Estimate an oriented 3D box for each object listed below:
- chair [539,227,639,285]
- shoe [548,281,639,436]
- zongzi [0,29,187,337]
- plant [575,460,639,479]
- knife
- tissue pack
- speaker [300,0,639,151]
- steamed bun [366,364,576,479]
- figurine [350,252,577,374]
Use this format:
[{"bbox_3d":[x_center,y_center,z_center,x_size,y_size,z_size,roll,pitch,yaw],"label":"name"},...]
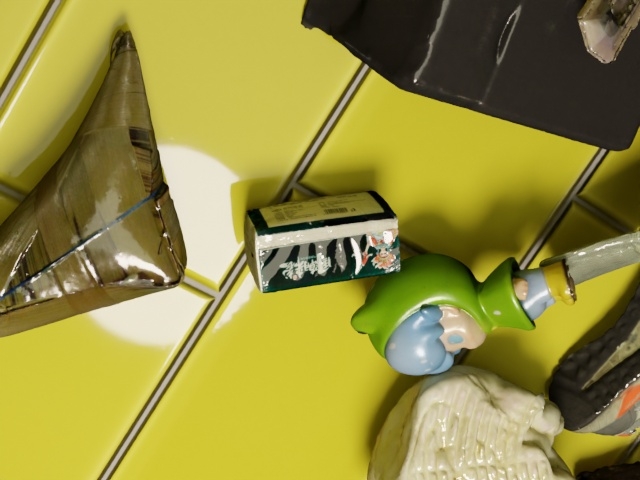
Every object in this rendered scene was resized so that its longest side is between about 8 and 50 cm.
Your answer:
[{"bbox_3d":[0.430,-0.051,1.232,0.319,0.160,0.186,-9,78,28],"label":"chair"},{"bbox_3d":[0.474,0.151,1.343,0.171,0.132,0.336,29,111,-32],"label":"shoe"},{"bbox_3d":[-0.292,-0.056,1.088,0.260,0.123,0.289,-15,104,-5],"label":"zongzi"},{"bbox_3d":[0.355,0.420,1.418,0.274,0.146,0.149,-23,103,-1],"label":"plant"},{"bbox_3d":[0.377,-0.329,1.091,0.089,0.043,0.365,42,66,-14],"label":"knife"},{"bbox_3d":[-0.001,0.000,1.183,0.170,0.103,0.090,-7,112,-12],"label":"tissue pack"},{"bbox_3d":[0.198,-0.242,1.135,0.388,0.184,0.180,11,109,-29],"label":"speaker"},{"bbox_3d":[0.195,0.317,1.303,0.275,0.206,0.320,-16,87,-18],"label":"steamed bun"},{"bbox_3d":[0.173,0.078,1.212,0.263,0.162,0.143,-16,78,16],"label":"figurine"}]
